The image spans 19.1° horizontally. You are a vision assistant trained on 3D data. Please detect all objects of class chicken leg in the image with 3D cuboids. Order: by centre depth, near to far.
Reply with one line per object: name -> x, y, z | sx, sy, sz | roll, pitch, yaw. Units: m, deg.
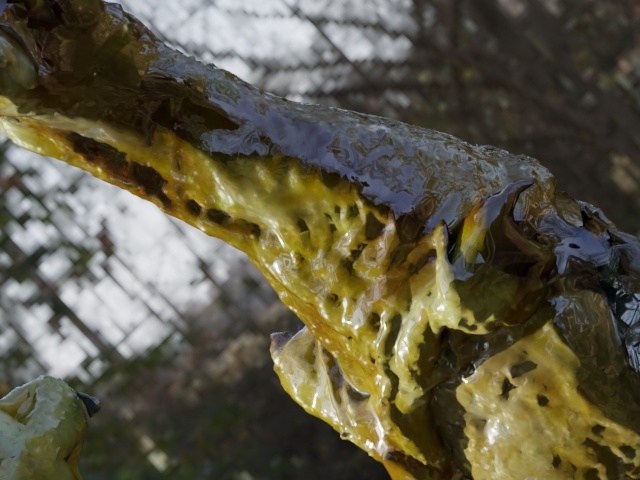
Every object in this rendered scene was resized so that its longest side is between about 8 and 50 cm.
chicken leg -> 0.007, 0.004, 0.862 | 0.140, 0.361, 0.211 | -59, -6, -35

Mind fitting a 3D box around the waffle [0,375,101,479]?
waffle -> -0.132, 0.107, 0.394 | 0.214, 0.208, 0.054 | 7, -13, -29
